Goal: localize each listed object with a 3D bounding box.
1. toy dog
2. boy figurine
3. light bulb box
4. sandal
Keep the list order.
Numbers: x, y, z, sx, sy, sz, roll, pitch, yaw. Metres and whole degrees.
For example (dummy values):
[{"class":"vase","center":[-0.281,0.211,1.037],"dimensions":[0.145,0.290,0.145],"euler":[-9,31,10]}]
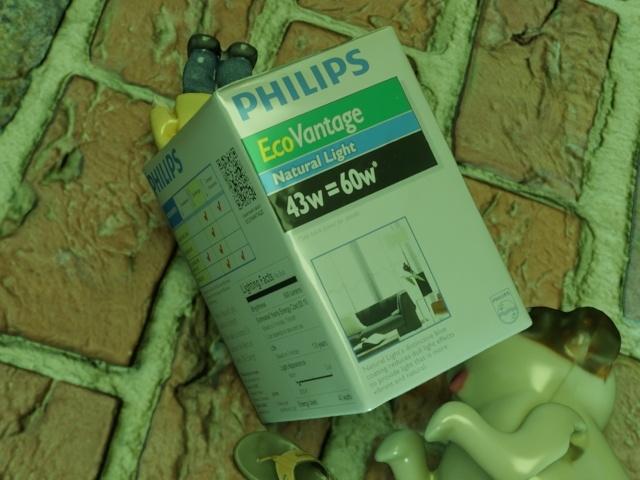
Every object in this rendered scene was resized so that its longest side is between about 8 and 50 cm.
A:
[{"class":"toy dog","center":[0.268,0.269,1.403],"dimensions":[0.396,0.284,0.407],"euler":[2,62,-12]},{"class":"boy figurine","center":[-0.145,-0.140,1.621],"dimensions":[0.177,0.092,0.285],"euler":[10,63,-8]},{"class":"light bulb box","center":[0.000,0.000,1.385],"dimensions":[0.225,0.358,0.361],"euler":[-25,89,-23]},{"class":"sandal","center":[-0.022,0.289,1.456],"dimensions":[0.180,0.049,0.072],"euler":[35,62,6]}]
